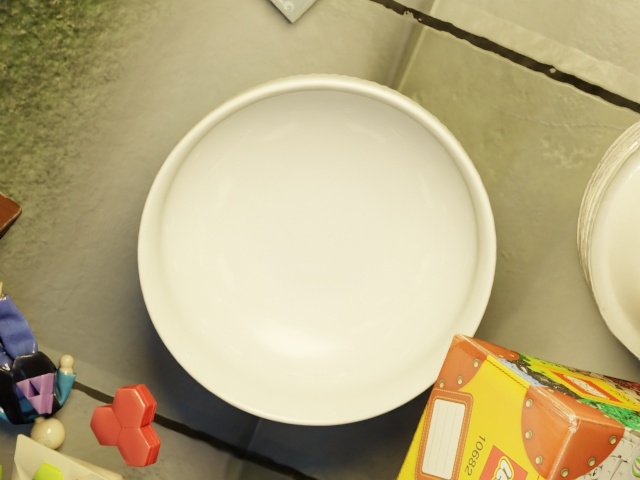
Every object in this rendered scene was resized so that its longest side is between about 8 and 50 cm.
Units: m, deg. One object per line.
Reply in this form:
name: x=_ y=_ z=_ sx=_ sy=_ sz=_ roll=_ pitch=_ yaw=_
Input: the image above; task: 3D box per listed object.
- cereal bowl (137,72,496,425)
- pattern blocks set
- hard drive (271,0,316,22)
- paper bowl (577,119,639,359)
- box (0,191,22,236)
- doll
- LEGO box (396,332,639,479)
cereal bowl: x=0.000 y=0.000 z=1.334 sx=0.339 sy=0.141 sz=0.339 roll=1 pitch=105 yaw=4
pattern blocks set: x=-0.260 y=0.296 z=1.393 sx=0.285 sy=0.026 sz=0.325 roll=2 pitch=98 yaw=35
hard drive: x=-0.011 y=-0.289 z=1.319 sx=0.135 sy=0.022 sz=0.094 roll=-43 pitch=99 yaw=13
paper bowl: x=0.395 y=0.006 z=1.307 sx=0.284 sy=0.148 sz=0.284 roll=1 pitch=104 yaw=4
box: x=-0.496 y=0.062 z=1.389 sx=0.191 sy=0.143 sz=0.381 roll=40 pitch=102 yaw=-7
doll: x=-0.323 y=0.141 z=1.444 sx=0.129 sy=0.046 sz=0.189 roll=-23 pitch=108 yaw=8
LEGO box: x=0.224 y=0.378 z=1.294 sx=0.372 sy=0.193 sz=0.500 roll=15 pitch=101 yaw=-30
